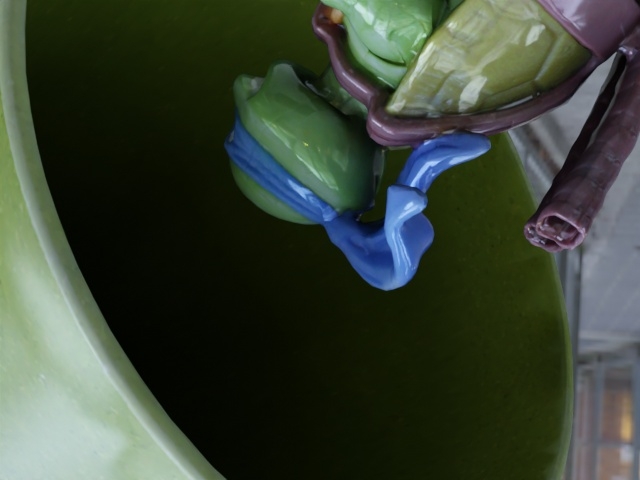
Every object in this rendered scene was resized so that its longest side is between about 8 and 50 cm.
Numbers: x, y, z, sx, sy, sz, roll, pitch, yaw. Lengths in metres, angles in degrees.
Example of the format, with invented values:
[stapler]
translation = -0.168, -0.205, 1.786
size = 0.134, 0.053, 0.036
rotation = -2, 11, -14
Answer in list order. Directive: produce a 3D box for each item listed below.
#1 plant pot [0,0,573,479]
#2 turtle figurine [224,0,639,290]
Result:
[plant pot]
translation = -0.098, 0.036, 0.492
size = 0.293, 0.274, 0.275
rotation = -27, 152, 34
[turtle figurine]
translation = 0.038, -0.152, 0.354
size = 0.266, 0.274, 0.198
rotation = -39, 134, 17
